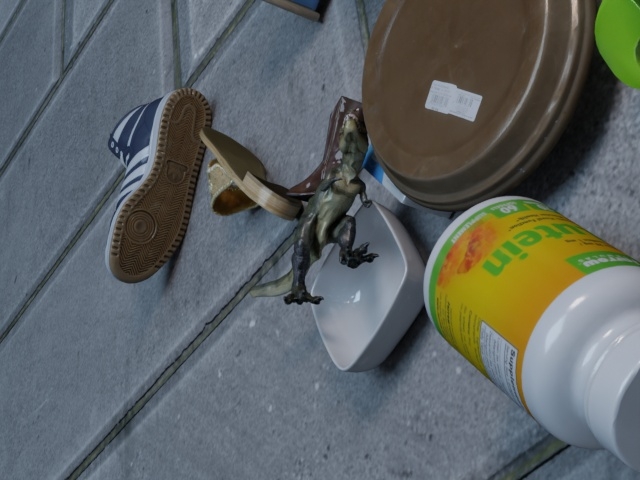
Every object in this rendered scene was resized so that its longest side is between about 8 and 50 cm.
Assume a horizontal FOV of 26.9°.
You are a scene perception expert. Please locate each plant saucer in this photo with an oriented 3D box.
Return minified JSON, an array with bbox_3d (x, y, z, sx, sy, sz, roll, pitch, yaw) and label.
[{"bbox_3d":[0.127,-0.164,1.192,0.278,0.041,0.278,-20,64,47],"label":"plant saucer"}]

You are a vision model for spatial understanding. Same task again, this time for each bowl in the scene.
[{"bbox_3d":[0.054,0.050,1.311,0.142,0.053,0.142,-58,31,24],"label":"bowl"}]

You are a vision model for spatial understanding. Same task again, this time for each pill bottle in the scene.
[{"bbox_3d":[0.187,0.067,0.976,0.136,0.136,0.246,-67,29,11],"label":"pill bottle"}]

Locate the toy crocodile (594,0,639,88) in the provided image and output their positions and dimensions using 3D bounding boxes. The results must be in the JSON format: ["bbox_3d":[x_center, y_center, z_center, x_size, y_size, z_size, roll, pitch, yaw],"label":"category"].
[{"bbox_3d":[0.311,-0.248,0.957,0.340,0.115,0.105,-50,54,39],"label":"toy crocodile"}]

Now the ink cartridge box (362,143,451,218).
[{"bbox_3d":[0.118,-0.125,1.284,0.180,0.060,0.104,-65,30,14],"label":"ink cartridge box"}]

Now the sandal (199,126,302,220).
[{"bbox_3d":[-0.105,-0.061,1.620,0.079,0.088,0.240,-60,35,10],"label":"sandal"}]

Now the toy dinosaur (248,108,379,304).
[{"bbox_3d":[0.000,0.000,1.324,0.268,0.064,0.118,-59,28,34],"label":"toy dinosaur"}]

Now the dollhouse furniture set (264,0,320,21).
[{"bbox_3d":[-0.047,-0.362,1.472,0.303,0.286,0.198,-128,59,-70],"label":"dollhouse furniture set"}]

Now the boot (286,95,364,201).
[{"bbox_3d":[0.008,-0.101,1.492,0.106,0.037,0.114,-5,74,46],"label":"boot"}]

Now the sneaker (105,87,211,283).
[{"bbox_3d":[-0.249,-0.073,1.867,0.153,0.099,0.282,0,68,56],"label":"sneaker"}]
